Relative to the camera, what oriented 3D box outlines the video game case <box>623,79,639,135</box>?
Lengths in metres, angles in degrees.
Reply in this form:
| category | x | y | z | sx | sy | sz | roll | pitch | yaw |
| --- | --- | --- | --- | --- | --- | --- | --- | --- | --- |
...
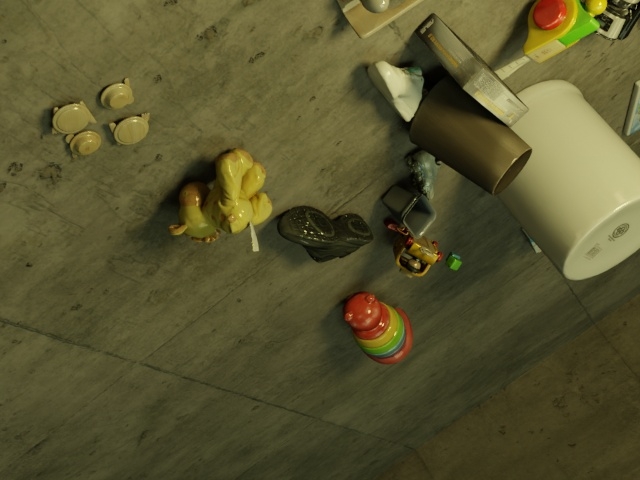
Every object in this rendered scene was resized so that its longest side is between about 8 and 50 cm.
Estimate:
| category | x | y | z | sx | sy | sz | roll | pitch | yaw |
| --- | --- | --- | --- | --- | --- | --- | --- | --- | --- |
| video game case | 0.938 | -0.402 | 2.176 | 0.193 | 0.023 | 0.212 | -27 | 148 | -6 |

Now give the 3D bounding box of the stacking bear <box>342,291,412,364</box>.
| category | x | y | z | sx | sy | sz | roll | pitch | yaw |
| --- | --- | --- | --- | --- | --- | --- | --- | --- | --- |
| stacking bear | 0.154 | 0.241 | 2.294 | 0.175 | 0.164 | 0.289 | -34 | 143 | 5 |

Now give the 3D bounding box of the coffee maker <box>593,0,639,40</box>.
| category | x | y | z | sx | sy | sz | roll | pitch | yaw |
| --- | --- | --- | --- | --- | --- | --- | --- | --- | --- |
| coffee maker | 0.665 | -0.529 | 1.686 | 0.171 | 0.120 | 0.178 | -9 | 142 | -32 |

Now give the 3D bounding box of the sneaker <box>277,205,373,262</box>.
| category | x | y | z | sx | sy | sz | roll | pitch | yaw |
| --- | --- | --- | --- | --- | --- | --- | --- | --- | --- |
| sneaker | 0.000 | 0.000 | 1.879 | 0.286 | 0.109 | 0.130 | 10 | 136 | -44 |

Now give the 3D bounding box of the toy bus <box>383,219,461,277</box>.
| category | x | y | z | sx | sy | sz | roll | pitch | yaw |
| --- | --- | --- | --- | --- | --- | --- | --- | --- | --- |
| toy bus | 0.244 | 0.042 | 2.036 | 0.202 | 0.191 | 0.104 | 12 | 112 | -48 |

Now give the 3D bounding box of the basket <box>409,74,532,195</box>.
| category | x | y | z | sx | sy | sz | roll | pitch | yaw |
| --- | --- | --- | --- | --- | --- | --- | --- | --- | --- |
| basket | 0.326 | -0.216 | 1.693 | 0.154 | 0.227 | 0.204 | -41 | 159 | -20 |

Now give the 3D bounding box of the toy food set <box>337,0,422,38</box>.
| category | x | y | z | sx | sy | sz | roll | pitch | yaw |
| --- | --- | --- | --- | --- | --- | --- | --- | --- | --- |
| toy food set | 0.107 | -0.494 | 1.295 | 0.219 | 0.092 | 0.306 | -33 | 148 | 3 |

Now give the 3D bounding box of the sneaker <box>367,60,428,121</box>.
| category | x | y | z | sx | sy | sz | roll | pitch | yaw |
| --- | --- | --- | --- | --- | --- | --- | --- | --- | --- |
| sneaker | 0.165 | -0.326 | 1.603 | 0.094 | 0.080 | 0.212 | -44 | 155 | 6 |

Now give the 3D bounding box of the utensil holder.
| category | x | y | z | sx | sy | sz | roll | pitch | yaw |
| --- | --- | --- | --- | --- | --- | --- | --- | --- | --- |
| utensil holder | 0.605 | -0.145 | 1.912 | 0.327 | 0.386 | 0.328 | -22 | 147 | -15 |

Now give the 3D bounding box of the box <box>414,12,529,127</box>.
| category | x | y | z | sx | sy | sz | roll | pitch | yaw |
| --- | --- | --- | --- | --- | --- | --- | --- | --- | --- |
| box | 0.308 | -0.339 | 1.589 | 0.056 | 0.183 | 0.231 | -44 | 147 | 20 |

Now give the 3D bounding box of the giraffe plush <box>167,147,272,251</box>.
| category | x | y | z | sx | sy | sz | roll | pitch | yaw |
| --- | --- | --- | --- | --- | --- | --- | --- | --- | --- |
| giraffe plush | -0.210 | -0.067 | 1.575 | 0.170 | 0.210 | 0.181 | -11 | 159 | 23 |

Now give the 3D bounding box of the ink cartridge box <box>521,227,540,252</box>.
| category | x | y | z | sx | sy | sz | roll | pitch | yaw |
| --- | --- | --- | --- | --- | --- | --- | --- | --- | --- |
| ink cartridge box | 0.688 | -0.022 | 2.462 | 0.088 | 0.052 | 0.122 | -35 | 147 | 7 |

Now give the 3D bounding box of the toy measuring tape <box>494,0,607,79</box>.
| category | x | y | z | sx | sy | sz | roll | pitch | yaw |
| --- | --- | --- | --- | --- | --- | --- | --- | --- | --- |
| toy measuring tape | 0.449 | -0.440 | 1.679 | 0.330 | 0.122 | 0.121 | -26 | 156 | 37 |

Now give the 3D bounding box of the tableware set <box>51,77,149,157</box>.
| category | x | y | z | sx | sy | sz | roll | pitch | yaw |
| --- | --- | --- | --- | --- | --- | --- | --- | --- | --- |
| tableware set | -0.378 | -0.203 | 1.360 | 0.168 | 0.020 | 0.141 | -23 | 149 | -15 |

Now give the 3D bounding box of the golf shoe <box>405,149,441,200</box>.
| category | x | y | z | sx | sy | sz | roll | pitch | yaw |
| --- | --- | --- | --- | --- | --- | --- | --- | --- | --- |
| golf shoe | 0.266 | -0.161 | 1.913 | 0.086 | 0.069 | 0.176 | -35 | 149 | -5 |

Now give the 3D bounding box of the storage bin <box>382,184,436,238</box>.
| category | x | y | z | sx | sy | sz | roll | pitch | yaw |
| --- | --- | --- | --- | --- | --- | --- | --- | --- | --- |
| storage bin | 0.211 | -0.072 | 1.948 | 0.098 | 0.091 | 0.135 | -52 | 146 | -3 |
